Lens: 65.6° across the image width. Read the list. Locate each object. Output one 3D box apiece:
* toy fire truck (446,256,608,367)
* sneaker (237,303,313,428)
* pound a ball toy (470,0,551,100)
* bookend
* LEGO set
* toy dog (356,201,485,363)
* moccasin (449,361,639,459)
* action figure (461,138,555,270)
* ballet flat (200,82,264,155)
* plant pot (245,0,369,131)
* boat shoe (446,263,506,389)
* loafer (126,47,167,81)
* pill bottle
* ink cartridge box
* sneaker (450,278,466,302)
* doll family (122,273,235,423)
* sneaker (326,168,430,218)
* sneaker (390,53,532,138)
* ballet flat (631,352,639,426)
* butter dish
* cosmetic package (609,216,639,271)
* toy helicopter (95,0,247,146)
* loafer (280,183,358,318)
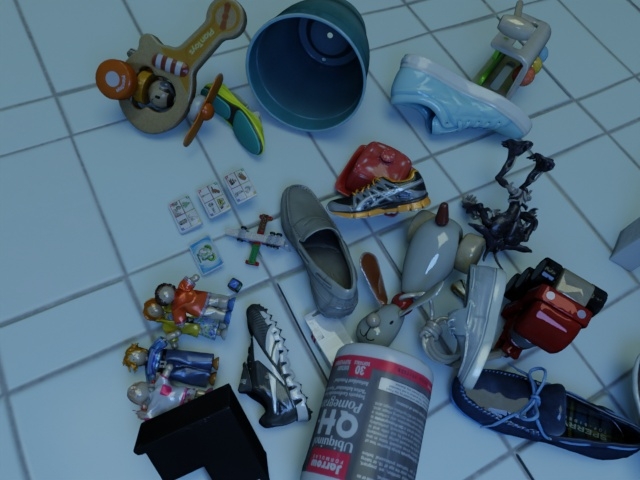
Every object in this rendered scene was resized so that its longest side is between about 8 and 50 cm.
[{"bbox_3d":[0.368,0.167,0.927,0.159,0.217,0.246,33,77,8],"label":"toy fire truck"},{"bbox_3d":[-0.105,0.226,0.889,0.106,0.078,0.234,-17,68,-19],"label":"sneaker"},{"bbox_3d":[0.507,-0.485,1.246,0.136,0.208,0.319,31,49,11],"label":"pound a ball toy"},{"bbox_3d":[-0.184,0.340,0.796,0.156,0.072,0.157,-25,107,-4],"label":"bookend"},{"bbox_3d":[-0.185,-0.013,1.035,0.183,0.060,0.244,-29,68,-8],"label":"LEGO set"},{"bbox_3d":[0.191,0.054,0.963,0.220,0.161,0.333,7,55,22],"label":"toy dog"},{"bbox_3d":[0.416,0.299,0.906,0.342,0.116,0.137,14,61,-1],"label":"moccasin"},{"bbox_3d":[0.410,-0.073,1.096,0.164,0.141,0.275,24,88,-5],"label":"action figure"},{"bbox_3d":[-0.185,-0.292,1.157,0.077,0.077,0.231,-30,68,-39],"label":"ballet flat"},{"bbox_3d":[-0.004,-0.440,1.163,0.272,0.271,0.255,18,48,1],"label":"plant pot"},{"bbox_3d":[0.260,0.143,0.863,0.081,0.079,0.227,16,63,15],"label":"boat shoe"},{"bbox_3d":[-0.428,-0.417,1.201,0.125,0.045,0.039,39,70,9],"label":"loafer"},{"bbox_3d":[0.069,0.343,0.797,0.176,0.176,0.318,18,61,1],"label":"pill bottle"},{"bbox_3d":[0.018,0.185,0.957,0.063,0.029,0.115,-26,68,-20],"label":"ink cartridge box"},{"bbox_3d":[0.312,0.115,1.036,0.037,0.032,0.083,-31,72,-23],"label":"sneaker"},{"bbox_3d":[-0.257,0.189,0.883,0.163,0.118,0.262,14,79,-8],"label":"doll family"},{"bbox_3d":[0.116,-0.093,1.032,0.215,0.084,0.083,-9,101,3],"label":"sneaker"},{"bbox_3d":[0.338,-0.314,1.236,0.366,0.135,0.150,25,97,-4],"label":"sneaker"},{"bbox_3d":[0.655,0.400,0.886,0.139,0.139,0.400,-6,59,-12],"label":"ballet flat"},{"bbox_3d":[0.137,-0.159,1.105,0.160,0.118,0.159,28,63,6],"label":"butter dish"},{"bbox_3d":[0.730,-0.030,1.058,0.060,0.239,0.099,32,63,9],"label":"cosmetic package"},{"bbox_3d":[-0.287,-0.369,1.079,0.355,0.140,0.235,-40,94,14],"label":"toy helicopter"},{"bbox_3d":[0.000,0.000,0.993,0.112,0.111,0.319,-11,57,-22],"label":"loafer"}]
